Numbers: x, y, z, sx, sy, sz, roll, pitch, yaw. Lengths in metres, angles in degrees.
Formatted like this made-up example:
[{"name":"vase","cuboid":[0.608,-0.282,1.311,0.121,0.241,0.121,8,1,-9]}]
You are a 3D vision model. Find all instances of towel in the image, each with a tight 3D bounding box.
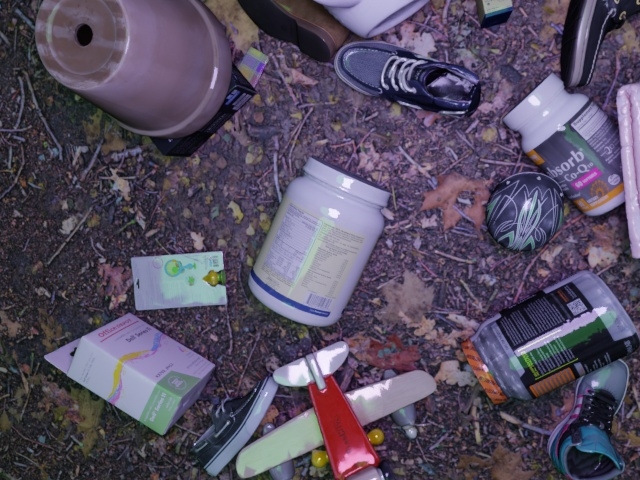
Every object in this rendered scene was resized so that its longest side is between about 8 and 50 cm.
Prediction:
[{"name":"towel","cuboid":[-0.166,-0.418,1.229,0.060,0.009,0.083,32,101,6]},{"name":"towel","cuboid":[0.674,-0.144,0.970,0.053,0.332,0.317,0,101,54]}]

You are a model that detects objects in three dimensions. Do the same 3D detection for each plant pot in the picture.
[{"name":"plant pot","cuboid":[-0.376,-0.368,1.001,0.323,0.280,0.323,2,99,12]}]

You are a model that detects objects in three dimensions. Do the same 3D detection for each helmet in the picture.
[{"name":"helmet","cuboid":[0.431,-0.060,1.081,0.169,0.161,0.169,2,98,13]}]

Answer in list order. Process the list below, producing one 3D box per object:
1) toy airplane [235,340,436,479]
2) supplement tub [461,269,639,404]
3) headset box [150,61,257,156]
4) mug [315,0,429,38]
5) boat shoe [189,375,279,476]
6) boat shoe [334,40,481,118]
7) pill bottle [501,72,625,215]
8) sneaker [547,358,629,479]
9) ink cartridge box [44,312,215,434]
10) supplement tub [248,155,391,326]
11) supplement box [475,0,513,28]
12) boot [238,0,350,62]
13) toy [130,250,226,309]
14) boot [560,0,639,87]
[{"name":"toy airplane","cuboid":[0.041,0.439,1.201,0.386,0.272,0.384,15,62,17]},{"name":"supplement tub","cuboid":[0.480,0.215,1.094,0.316,0.193,0.193,-31,91,13]},{"name":"headset box","cuboid":[-0.341,-0.384,1.202,0.246,0.131,0.283,-38,88,15]},{"name":"mug","cuboid":[0.051,-0.577,0.993,0.276,0.374,0.328,-21,102,50]},{"name":"boat shoe","cuboid":[-0.230,0.463,1.302,0.119,0.121,0.335,36,105,0]},{"name":"boat shoe","cuboid":[0.184,-0.359,1.092,0.340,0.158,0.127,18,100,8]},{"name":"pill bottle","cuboid":[0.520,-0.198,1.047,0.278,0.162,0.162,46,103,3]},{"name":"sneaker","cuboid":[0.596,0.401,1.103,0.124,0.178,0.295,21,101,8]},{"name":"ink cartridge box","cuboid":[-0.473,0.306,1.284,0.353,0.207,0.119,29,103,6]},{"name":"supplement tub","cuboid":[0.000,0.000,1.137,0.235,0.235,0.325,26,101,7]},{"name":"supplement box","cuboid":[0.364,-0.507,1.076,0.056,0.083,0.083,-12,94,11]},{"name":"boot","cuboid":[-0.068,-0.530,1.167,0.305,0.112,0.115,36,72,9]},{"name":"toy","cuboid":[-0.358,0.102,1.313,0.237,0.056,0.137,-4,93,7]},{"name":"boot","cuboid":[0.653,-0.477,1.002,0.284,0.138,0.377,13,94,9]}]
